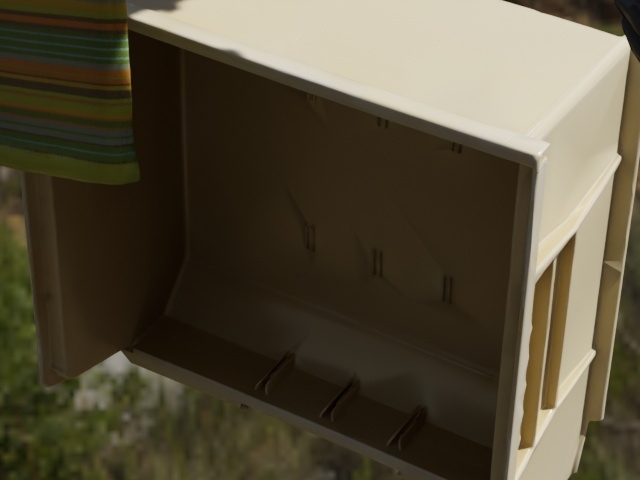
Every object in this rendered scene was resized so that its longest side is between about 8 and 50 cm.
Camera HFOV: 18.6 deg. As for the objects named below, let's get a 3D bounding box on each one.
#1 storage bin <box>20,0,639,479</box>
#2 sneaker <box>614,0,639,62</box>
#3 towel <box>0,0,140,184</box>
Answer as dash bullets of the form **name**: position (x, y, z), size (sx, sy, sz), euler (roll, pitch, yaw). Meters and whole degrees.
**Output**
- **storage bin**: position (0.000, 0.000, 0.916), size (0.262, 0.123, 0.260), euler (20, -50, 24)
- **sneaker**: position (0.138, -0.148, 0.402), size (0.110, 0.275, 0.107), euler (-3, 22, -46)
- **towel**: position (-0.112, -0.143, 0.803), size (0.102, 0.237, 0.021), euler (12, 18, 41)
